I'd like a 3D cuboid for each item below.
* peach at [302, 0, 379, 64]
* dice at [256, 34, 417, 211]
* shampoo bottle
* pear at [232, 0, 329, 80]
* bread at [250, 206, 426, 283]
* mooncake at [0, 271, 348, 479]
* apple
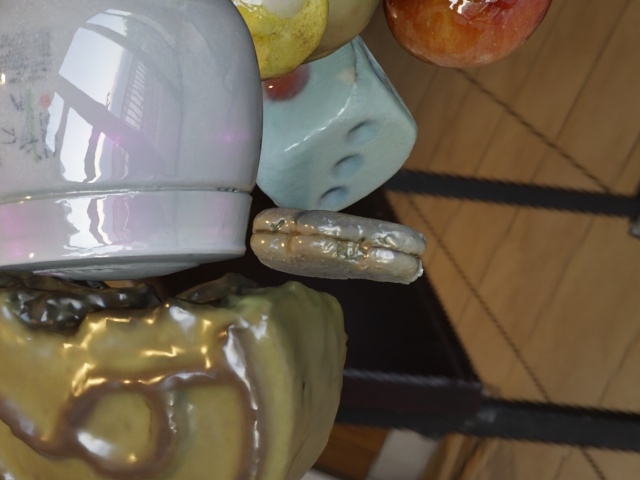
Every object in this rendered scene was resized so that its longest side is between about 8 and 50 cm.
[{"bbox_3d":[-0.048,-0.379,1.837,0.247,0.292,0.292,-16,-39,-57],"label":"peach"},{"bbox_3d":[-0.013,-0.219,2.269,0.268,0.262,0.264,-35,59,8],"label":"dice"},{"bbox_3d":[-0.185,-0.097,1.180,0.273,0.273,0.266,171,94,-74],"label":"shampoo bottle"},{"bbox_3d":[-0.072,-0.283,1.620,0.178,0.178,0.178,-60,15,27],"label":"pear"},{"bbox_3d":[0.001,0.006,2.124,0.337,0.183,0.102,4,85,47],"label":"bread"},{"bbox_3d":[-0.178,0.133,1.406,0.394,0.393,0.246,-39,-7,28],"label":"mooncake"},{"bbox_3d":[0.221,-0.379,1.987,0.206,0.251,0.272,86,-165,-53],"label":"apple"}]
